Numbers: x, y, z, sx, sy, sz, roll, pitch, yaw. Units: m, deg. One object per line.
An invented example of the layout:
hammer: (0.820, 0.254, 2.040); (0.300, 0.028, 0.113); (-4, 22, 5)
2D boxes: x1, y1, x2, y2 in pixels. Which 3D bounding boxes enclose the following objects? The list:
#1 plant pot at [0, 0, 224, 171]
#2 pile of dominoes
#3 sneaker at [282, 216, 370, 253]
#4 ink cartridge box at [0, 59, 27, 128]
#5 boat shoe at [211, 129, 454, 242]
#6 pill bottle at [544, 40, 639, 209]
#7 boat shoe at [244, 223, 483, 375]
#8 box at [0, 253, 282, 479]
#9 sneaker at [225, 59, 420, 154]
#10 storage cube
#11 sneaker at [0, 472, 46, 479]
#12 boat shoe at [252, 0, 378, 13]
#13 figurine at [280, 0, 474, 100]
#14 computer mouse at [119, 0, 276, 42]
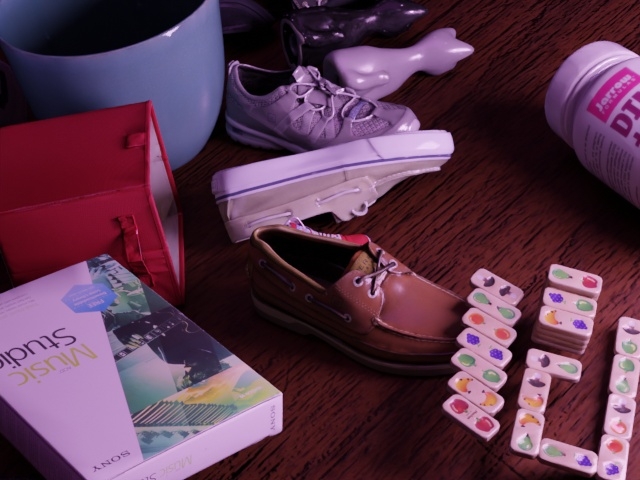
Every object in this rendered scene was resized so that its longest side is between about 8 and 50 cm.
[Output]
plant pot: (-0.257, -0.222, 1.998); (0.293, 0.235, 0.293); (-8, 38, 6)
pile of dominoes: (0.235, 0.122, 1.555); (0.196, 0.040, 0.251); (16, 42, 5)
sneaker: (0.000, 0.000, 1.791); (0.118, 0.067, 0.042); (-16, 39, -6)
ink cartridge box: (-0.516, -0.198, 2.031); (0.172, 0.237, 0.100); (-4, 82, 9)
boat shoe: (0.019, -0.069, 1.859); (0.302, 0.094, 0.109); (-12, 1, 1)
pill bottle: (0.397, -0.117, 1.764); (0.160, 0.160, 0.283); (-25, 40, -17)
boat shoe: (0.046, 0.062, 1.670); (0.307, 0.104, 0.111); (13, 41, 25)
box: (-0.227, 0.140, 1.559); (0.232, 0.058, 0.322); (-24, 43, -35)
sneaker: (-0.009, -0.170, 1.966); (0.281, 0.115, 0.105); (8, 42, 23)
storage cube: (-0.275, -0.030, 1.804); (0.193, 0.184, 0.215); (-10, 38, 3)
sneaker: (-0.281, 0.255, 1.527); (0.222, 0.083, 0.118); (-31, 44, -21)
boat shoe: (-0.010, -0.361, 2.252); (0.233, 0.084, 0.079); (11, 66, 20)
figurine: (0.082, -0.274, 2.106); (0.209, 0.092, 0.215); (-21, 40, -18)
computer mouse: (-0.203, -0.323, 2.194); (0.262, 0.060, 0.184); (-4, 11, 9)
